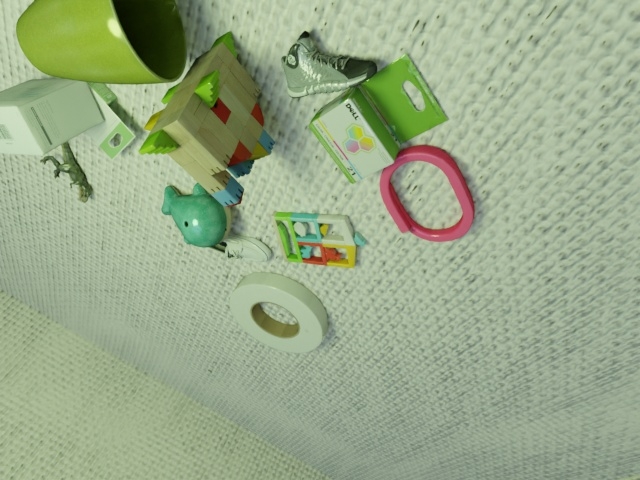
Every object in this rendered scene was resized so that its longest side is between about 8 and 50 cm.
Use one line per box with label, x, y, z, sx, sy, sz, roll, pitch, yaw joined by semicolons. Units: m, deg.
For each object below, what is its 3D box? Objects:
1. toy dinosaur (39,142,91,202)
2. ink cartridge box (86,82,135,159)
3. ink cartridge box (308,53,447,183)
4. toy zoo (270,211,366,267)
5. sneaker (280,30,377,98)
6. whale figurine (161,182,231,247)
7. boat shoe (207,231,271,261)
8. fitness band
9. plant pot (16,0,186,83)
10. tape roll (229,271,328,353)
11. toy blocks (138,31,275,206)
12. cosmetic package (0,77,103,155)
toy dinosaur;-0.903;-0.259;1.538;0.118;0.064;0.268;1;131;5
ink cartridge box;-0.670;-0.382;1.320;0.171;0.056;0.235;-24;117;39
ink cartridge box;0.131;-0.274;1.012;0.255;0.097;0.189;-23;117;39
toy zoo;0.000;0.000;1.365;0.292;0.030;0.193;5;131;22
sneaker;0.006;-0.401;0.967;0.228;0.086;0.132;-2;126;28
whale figurine;-0.421;-0.083;1.399;0.271;0.141;0.217;26;112;18
boat shoe;-0.299;0.029;1.493;0.257;0.084;0.095;17;134;10
fitness band;0.273;-0.110;1.124;0.208;0.054;0.291;-15;122;34
plant pot;-0.502;-0.465;0.968;0.293;0.275;0.275;-7;127;13
tape roll;-0.160;0.284;1.667;0.391;0.072;0.392;13;133;14
toy blocks;-0.224;-0.265;1.036;0.190;0.382;0.261;-13;138;32
cosmetic package;-0.788;-0.351;1.210;0.223;0.225;0.138;7;128;21
